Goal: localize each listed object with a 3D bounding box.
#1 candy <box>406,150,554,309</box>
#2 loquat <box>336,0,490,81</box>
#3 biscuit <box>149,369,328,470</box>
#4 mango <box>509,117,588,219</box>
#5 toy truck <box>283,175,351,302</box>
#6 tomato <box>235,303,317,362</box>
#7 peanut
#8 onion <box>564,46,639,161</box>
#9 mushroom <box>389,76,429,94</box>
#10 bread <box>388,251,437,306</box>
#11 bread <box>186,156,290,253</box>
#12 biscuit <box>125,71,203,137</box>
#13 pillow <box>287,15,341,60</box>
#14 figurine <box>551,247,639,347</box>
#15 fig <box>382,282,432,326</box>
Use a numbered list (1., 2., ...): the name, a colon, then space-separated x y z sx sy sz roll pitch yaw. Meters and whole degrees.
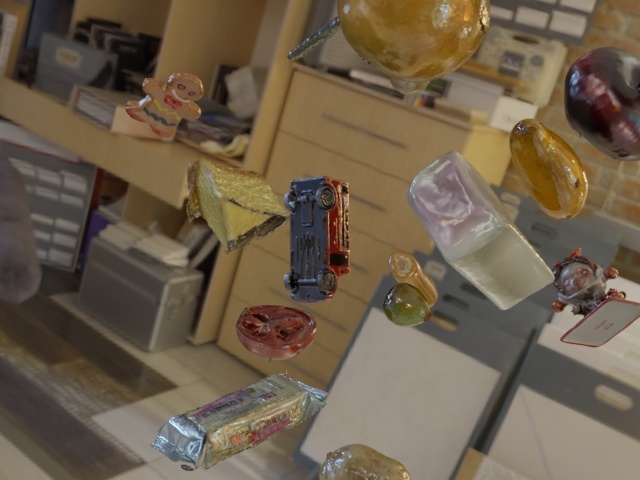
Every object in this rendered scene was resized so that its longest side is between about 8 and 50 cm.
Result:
1. candy: 0.331 -0.010 1.565 0.359 0.145 0.208 34 24 -52
2. loquat: 0.157 -0.386 1.237 0.263 0.263 0.263 16 16 -5
3. biscuit: -0.150 0.340 1.435 0.309 0.079 0.186 -17 13 -29
4. mango: 0.481 -0.157 1.603 0.262 0.109 0.157 60 -7 -30
5. toy truck: 0.000 0.000 1.556 0.107 0.252 0.114 -3 -3 41
6. tomato: -0.126 0.265 2.107 0.228 0.101 0.228 7 27 -4
7. peanut: 0.098 0.503 1.615 0.224 0.129 0.129 7 8 33
8. onion: 0.675 -0.316 1.656 0.273 0.285 0.273 15 57 -24
9. mushroom: 0.280 -0.492 2.037 0.159 0.122 0.328 48 41 -18
10. bread: 0.249 0.104 2.003 0.239 0.074 0.092 47 26 -56
11. bread: -0.137 -0.074 1.263 0.152 0.127 0.147 -19 47 -26
12. biscuit: -0.384 -0.345 1.923 0.165 0.250 0.036 31 52 -31
13. pillow: 0.047 -0.484 1.677 0.034 0.255 0.189 52 32 -15
14. figurine: 0.663 0.119 1.904 0.160 0.183 0.226 13 43 -30
15. fig: 0.149 0.112 1.285 0.074 0.074 0.088 1 18 -46
